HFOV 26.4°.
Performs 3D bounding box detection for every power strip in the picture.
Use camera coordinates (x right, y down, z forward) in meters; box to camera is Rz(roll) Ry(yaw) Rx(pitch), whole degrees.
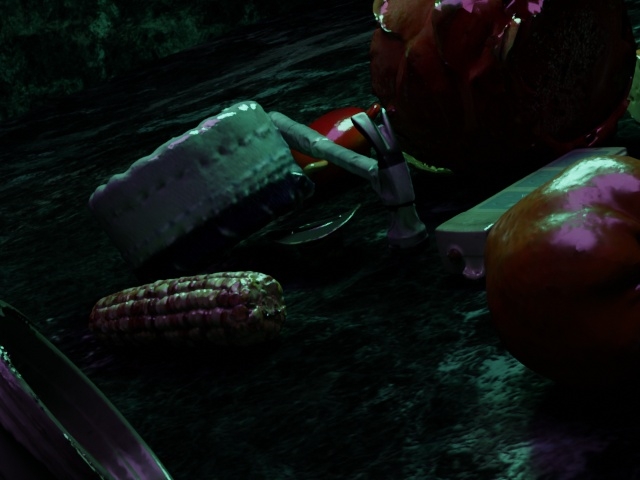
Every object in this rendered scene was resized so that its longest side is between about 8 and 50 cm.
[{"bbox_3d":[0.223,-0.034,1.387,0.272,0.052,0.078,-29,20,-36],"label":"power strip"}]

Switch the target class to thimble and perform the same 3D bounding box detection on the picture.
[{"bbox_3d":[-0.131,-0.052,1.541,0.237,0.150,0.237,-32,5,3],"label":"thimble"}]

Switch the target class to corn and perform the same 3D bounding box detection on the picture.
[{"bbox_3d":[-0.137,0.073,1.361,0.237,0.079,0.079,-7,19,40],"label":"corn"}]

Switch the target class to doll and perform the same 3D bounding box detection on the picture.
[{"bbox_3d":[-0.006,-0.110,1.817,0.217,0.085,0.183,-34,16,3],"label":"doll"}]

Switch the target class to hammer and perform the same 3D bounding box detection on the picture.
[{"bbox_3d":[0.012,-0.096,1.612,0.044,0.152,0.427,-21,17,-16],"label":"hammer"}]

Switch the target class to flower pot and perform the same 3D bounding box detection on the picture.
[{"bbox_3d":[-0.206,0.163,0.938,0.140,0.235,0.235,-41,20,-5],"label":"flower pot"}]

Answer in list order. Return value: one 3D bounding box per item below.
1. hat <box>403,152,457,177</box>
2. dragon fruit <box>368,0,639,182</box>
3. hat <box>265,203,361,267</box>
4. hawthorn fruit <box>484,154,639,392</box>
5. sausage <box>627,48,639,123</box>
[{"bbox_3d":[0.143,-0.115,1.727,0.146,0.067,0.146,5,51,-7],"label":"hat"},{"bbox_3d":[0.205,-0.211,1.585,0.301,0.296,0.295,4,25,31],"label":"dragon fruit"},{"bbox_3d":[0.000,0.000,1.494,0.121,0.050,0.121,-19,7,2],"label":"hat"},{"bbox_3d":[0.205,0.026,1.006,0.189,0.189,0.189,-15,16,5],"label":"hawthorn fruit"},{"bbox_3d":[0.524,-0.233,1.680,0.312,0.093,0.093,-19,17,-12],"label":"sausage"}]
